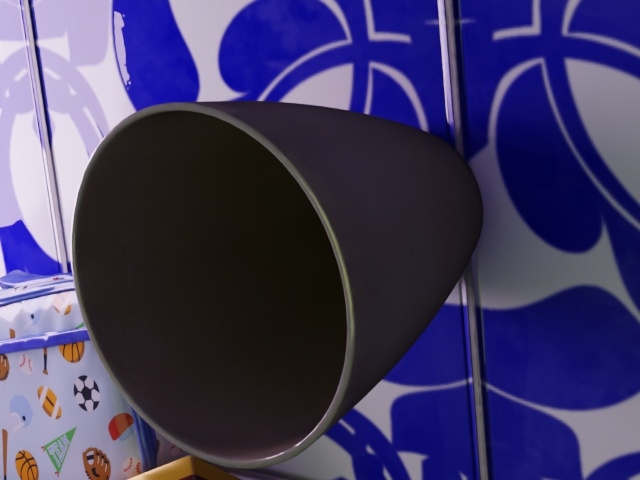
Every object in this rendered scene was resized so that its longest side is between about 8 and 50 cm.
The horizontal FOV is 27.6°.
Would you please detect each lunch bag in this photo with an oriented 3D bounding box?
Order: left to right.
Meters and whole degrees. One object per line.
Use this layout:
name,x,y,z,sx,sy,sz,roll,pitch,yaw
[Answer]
lunch bag,-0.265,0.146,1.343,0.303,0.115,0.243,-10,95,38

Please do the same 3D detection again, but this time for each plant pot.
plant pot,0.000,0.000,0.982,0.256,0.274,0.256,13,112,35

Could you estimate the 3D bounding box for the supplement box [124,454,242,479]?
supplement box,-0.154,0.334,1.208,0.191,0.129,0.194,-23,58,17
